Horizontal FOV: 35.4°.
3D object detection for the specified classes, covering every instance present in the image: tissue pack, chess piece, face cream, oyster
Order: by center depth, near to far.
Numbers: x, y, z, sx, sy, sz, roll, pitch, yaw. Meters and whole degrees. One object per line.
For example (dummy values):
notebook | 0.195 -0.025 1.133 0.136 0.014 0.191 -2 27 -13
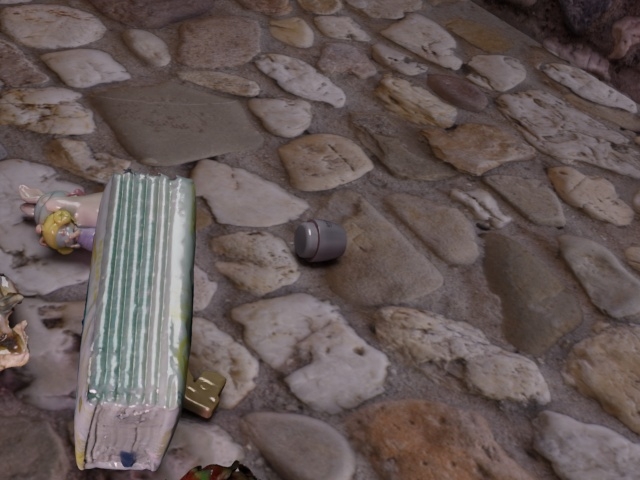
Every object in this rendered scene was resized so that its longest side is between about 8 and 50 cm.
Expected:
tissue pack | -0.287 0.128 1.555 0.162 0.287 0.388 7 58 -13
chess piece | -0.260 0.231 1.714 0.200 0.090 0.090 25 37 8
oyster | -0.609 0.136 1.729 0.275 0.100 0.271 -2 33 3
face cream | 0.000 0.000 2.093 0.095 0.091 0.091 1 35 -26

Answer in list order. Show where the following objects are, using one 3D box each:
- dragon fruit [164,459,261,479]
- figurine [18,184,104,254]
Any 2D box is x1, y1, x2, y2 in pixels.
dragon fruit | -0.150 0.400 1.420 0.188 0.182 0.182 -22 43 -10
figurine | -0.509 -0.040 1.993 0.235 0.127 0.155 9 44 6
